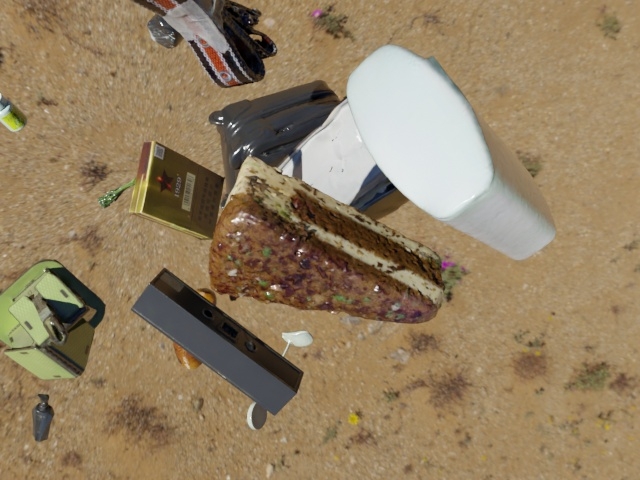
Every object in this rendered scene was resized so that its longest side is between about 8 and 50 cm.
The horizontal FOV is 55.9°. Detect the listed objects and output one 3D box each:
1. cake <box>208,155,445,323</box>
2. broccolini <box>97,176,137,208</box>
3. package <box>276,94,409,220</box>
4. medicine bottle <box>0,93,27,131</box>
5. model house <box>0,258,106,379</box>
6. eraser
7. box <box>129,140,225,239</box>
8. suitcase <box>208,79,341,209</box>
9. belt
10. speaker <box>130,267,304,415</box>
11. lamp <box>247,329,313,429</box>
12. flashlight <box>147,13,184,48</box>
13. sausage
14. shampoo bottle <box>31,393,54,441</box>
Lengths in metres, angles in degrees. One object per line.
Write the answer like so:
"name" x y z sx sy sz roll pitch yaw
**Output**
"cake" 0.010 -0.002 0.613 0.246 0.112 0.135 8 137 8
"broccolini" -0.449 -0.118 1.393 0.140 0.030 0.035 -32 139 -2
"package" 0.057 -0.079 1.034 0.311 0.165 0.221 -39 145 30
"medicine bottle" -0.671 -0.274 1.287 0.047 0.083 0.047 -6 62 12
"model house" -0.532 0.201 1.246 0.205 0.279 0.218 -47 130 -14
"eraser" 0.159 -0.084 0.670 0.104 0.290 0.189 -42 61 18
"box" -0.174 -0.058 0.753 0.133 0.023 0.090 25 67 -57
"suitcase" -0.077 -0.189 1.452 0.339 0.188 0.345 -24 143 -21
"belt" -0.202 -0.361 0.923 0.359 0.094 0.126 29 65 -55
"speaker" -0.107 0.108 0.643 0.191 0.040 0.046 39 114 -6
"lamp" -0.073 0.248 1.084 0.050 0.056 0.198 61 40 -40
"flashlight" -0.321 -0.702 1.680 0.103 0.103 0.424 40 67 -16
"sausage" -0.346 0.243 1.628 0.103 0.076 0.302 -4 135 -24
"shampoo bottle" -0.608 0.388 1.317 0.048 0.027 0.137 19 121 -6
